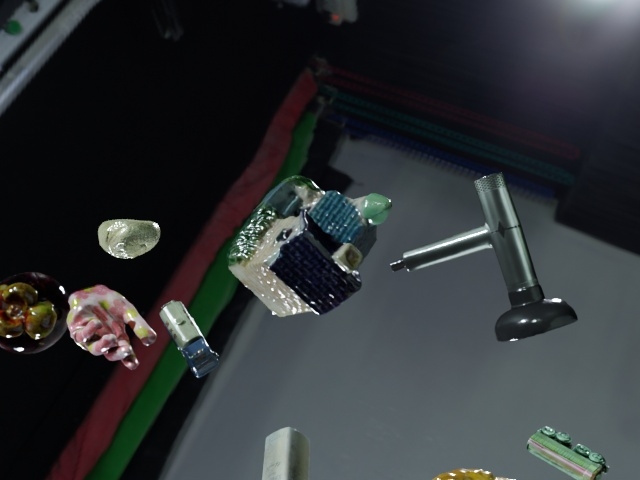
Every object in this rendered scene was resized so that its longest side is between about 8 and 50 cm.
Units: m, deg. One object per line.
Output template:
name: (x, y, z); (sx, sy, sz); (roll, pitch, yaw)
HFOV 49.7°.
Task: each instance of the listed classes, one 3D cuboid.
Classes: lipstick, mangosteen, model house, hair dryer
lipstick: (-0.069, 0.489, 1.321); (0.079, 0.077, 0.253); (-33, 32, 25)
mangosteen: (-0.690, 0.169, 1.623); (0.210, 0.209, 0.210); (-59, -17, -31)
model house: (0.001, 0.002, 1.508); (0.243, 0.284, 0.298); (48, -119, -24)
hair dryer: (0.317, 0.065, 1.387); (0.155, 0.320, 0.284); (-9, -19, -45)

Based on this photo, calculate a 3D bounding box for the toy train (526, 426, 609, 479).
toy train: (0.466, 0.405, 1.308); (0.071, 0.147, 0.038); (-26, -54, -36)

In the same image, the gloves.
gloves: (-0.469, 0.204, 1.535); (0.126, 0.241, 0.145); (-48, -33, 22)

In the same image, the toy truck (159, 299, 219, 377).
toy truck: (-0.320, 0.229, 1.671); (0.074, 0.202, 0.088); (-30, -33, -16)

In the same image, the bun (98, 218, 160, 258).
bun: (-0.354, -0.002, 1.287); (0.115, 0.115, 0.069); (14, -106, -75)

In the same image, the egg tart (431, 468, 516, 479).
egg tart: (0.259, 0.501, 0.999); (0.352, 0.351, 0.150); (-42, -21, -59)
